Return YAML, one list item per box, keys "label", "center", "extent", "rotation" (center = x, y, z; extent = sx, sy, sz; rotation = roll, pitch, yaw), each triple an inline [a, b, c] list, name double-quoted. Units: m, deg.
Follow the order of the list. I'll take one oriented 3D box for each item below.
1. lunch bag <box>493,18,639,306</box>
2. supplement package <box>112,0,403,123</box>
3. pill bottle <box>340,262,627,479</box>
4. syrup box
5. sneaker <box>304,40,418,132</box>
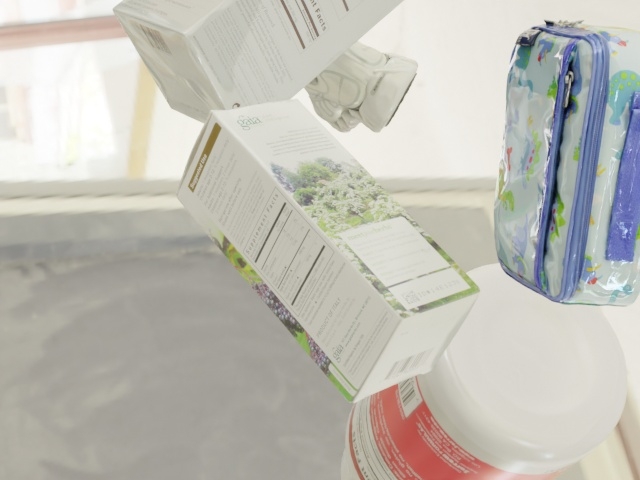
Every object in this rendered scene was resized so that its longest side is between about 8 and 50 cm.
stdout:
- label: "lunch bag"
  center: [0.206, -0.064, 0.919]
  extent: [0.176, 0.090, 0.219]
  rotation: [-127, -140, -71]
- label: "supplement package"
  center: [-0.056, -0.239, 1.153]
  extent: [0.139, 0.244, 0.134]
  rotation: [27, -27, 45]
- label: "pill bottle"
  center: [0.164, 0.214, 1.352]
  extent: [0.407, 0.229, 0.229]
  rotation: [120, -42, -56]
- label: "syrup box"
  center: [0.000, 0.000, 0.891]
  extent: [0.237, 0.093, 0.096]
  rotation: [47, -50, 26]
- label: "sneaker"
  center: [0.024, -0.196, 1.360]
  extent: [0.110, 0.118, 0.292]
  rotation: [-63, -169, -2]
